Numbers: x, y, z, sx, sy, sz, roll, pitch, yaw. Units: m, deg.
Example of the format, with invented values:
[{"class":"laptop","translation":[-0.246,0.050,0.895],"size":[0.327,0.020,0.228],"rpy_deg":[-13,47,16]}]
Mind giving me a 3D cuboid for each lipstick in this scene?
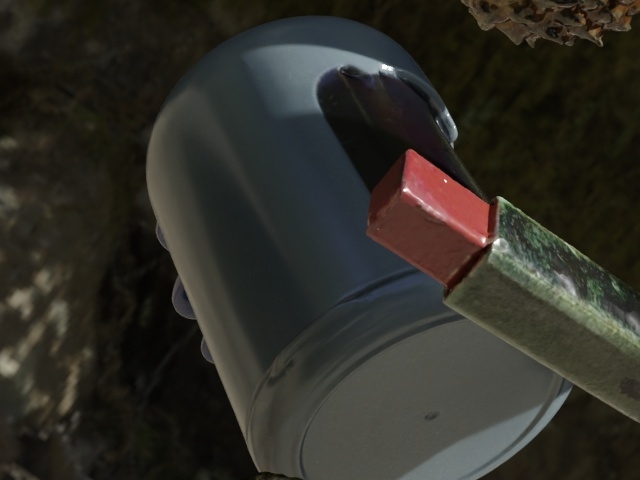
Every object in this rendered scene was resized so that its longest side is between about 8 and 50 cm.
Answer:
[{"class":"lipstick","translation":[0.126,0.043,0.717],"size":[0.312,0.051,0.051],"rpy_deg":[31,30,-35]}]

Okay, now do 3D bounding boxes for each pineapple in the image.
[{"class":"pineapple","translation":[0.214,-0.236,1.373],"size":[0.193,0.166,0.166],"rpy_deg":[1,37,-18]}]

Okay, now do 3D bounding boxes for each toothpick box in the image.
[{"class":"toothpick box","translation":[0.000,0.000,1.175],"size":[0.263,0.263,0.354],"rpy_deg":[16,35,-40]}]

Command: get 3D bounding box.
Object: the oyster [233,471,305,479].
[{"class":"oyster","translation":[-0.034,0.143,0.882],"size":[0.093,0.034,0.051],"rpy_deg":[-15,6,-29]}]
